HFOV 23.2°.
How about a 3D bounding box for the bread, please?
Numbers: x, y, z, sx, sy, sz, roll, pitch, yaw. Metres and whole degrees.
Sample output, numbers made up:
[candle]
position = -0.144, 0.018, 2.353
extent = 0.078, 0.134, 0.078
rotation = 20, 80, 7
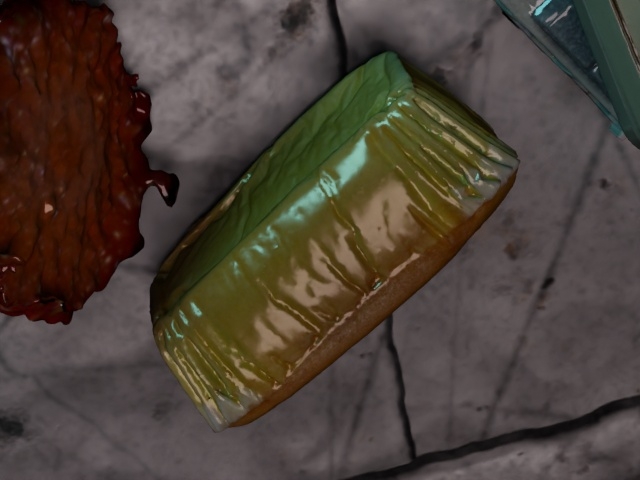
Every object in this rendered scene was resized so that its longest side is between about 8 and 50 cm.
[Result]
[bread]
position = 0.000, 0.000, 1.102
extent = 0.288, 0.152, 0.119
rotation = -44, 109, 10

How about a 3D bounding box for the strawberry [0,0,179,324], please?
[strawberry]
position = -0.225, -0.057, 1.046
extent = 0.178, 0.234, 0.234
rotation = 2, 119, 24

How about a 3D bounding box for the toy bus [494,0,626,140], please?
[toy bus]
position = 0.131, -0.208, 1.033
extent = 0.097, 0.138, 0.342
rotation = -44, 114, 11

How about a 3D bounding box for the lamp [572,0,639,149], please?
[lamp]
position = 0.247, -0.225, 0.999
extent = 0.269, 0.047, 0.266
rotation = -32, 105, -32
